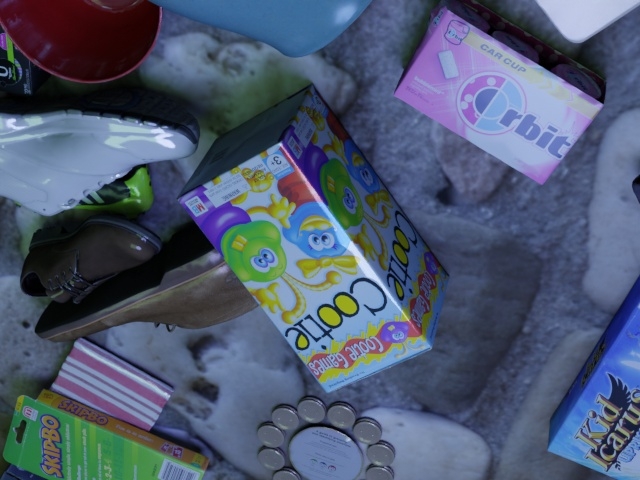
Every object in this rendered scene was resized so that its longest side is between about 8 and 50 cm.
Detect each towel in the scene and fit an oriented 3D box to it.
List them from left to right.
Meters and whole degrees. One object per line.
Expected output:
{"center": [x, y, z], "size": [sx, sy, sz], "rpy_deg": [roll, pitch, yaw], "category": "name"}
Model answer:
{"center": [-0.290, 0.223, 1.580], "size": [0.144, 0.029, 0.197], "rpy_deg": [30, 121, -5], "category": "towel"}

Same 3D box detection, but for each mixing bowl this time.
{"center": [-0.231, -0.262, 1.214], "size": [0.181, 0.098, 0.182], "rpy_deg": [7, 124, 11], "category": "mixing bowl"}

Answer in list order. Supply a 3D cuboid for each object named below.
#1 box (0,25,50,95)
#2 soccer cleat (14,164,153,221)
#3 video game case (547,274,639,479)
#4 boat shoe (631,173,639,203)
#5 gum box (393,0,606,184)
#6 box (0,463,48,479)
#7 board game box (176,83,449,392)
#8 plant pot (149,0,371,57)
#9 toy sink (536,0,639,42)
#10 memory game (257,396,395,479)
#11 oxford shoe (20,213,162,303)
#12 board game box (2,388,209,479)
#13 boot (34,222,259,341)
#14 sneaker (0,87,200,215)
{"center": [-0.334, -0.209, 1.305], "size": [0.062, 0.052, 0.083], "rpy_deg": [9, 124, 9], "category": "box"}
{"center": [-0.278, -0.067, 1.380], "size": [0.178, 0.060, 0.072], "rpy_deg": [5, 109, 8], "category": "soccer cleat"}
{"center": [0.418, 0.175, 1.331], "size": [0.244, 0.061, 0.270], "rpy_deg": [23, 125, 2], "category": "video game case"}
{"center": [0.423, -0.094, 1.139], "size": [0.092, 0.103, 0.285], "rpy_deg": [40, 129, -17], "category": "boat shoe"}
{"center": [0.173, -0.154, 1.191], "size": [0.188, 0.062, 0.107], "rpy_deg": [30, 124, -4], "category": "gum box"}
{"center": [-0.395, 0.421, 1.711], "size": [0.183, 0.059, 0.233], "rpy_deg": [32, 124, -4], "category": "box"}
{"center": [0.000, 0.000, 1.287], "size": [0.142, 0.144, 0.275], "rpy_deg": [-26, 112, 27], "category": "board game box"}
{"center": [-0.070, -0.303, 1.058], "size": [0.255, 0.272, 0.271], "rpy_deg": [34, 126, -27], "category": "plant pot"}
{"center": [0.271, -0.307, 1.029], "size": [0.234, 0.131, 0.153], "rpy_deg": [-34, 107, 25], "category": "toy sink"}
{"center": [0.007, 0.274, 1.536], "size": [0.186, 0.012, 0.186], "rpy_deg": [7, 123, 12], "category": "memory game"}
{"center": [-0.263, 0.030, 1.370], "size": [0.227, 0.096, 0.083], "rpy_deg": [-15, 137, 44], "category": "oxford shoe"}
{"center": [-0.284, 0.287, 1.576], "size": [0.259, 0.039, 0.124], "rpy_deg": [22, 121, -2], "category": "board game box"}
{"center": [-0.202, 0.076, 1.421], "size": [0.305, 0.112, 0.115], "rpy_deg": [-20, 124, 23], "category": "boot"}
{"center": [-0.267, -0.095, 1.309], "size": [0.297, 0.111, 0.129], "rpy_deg": [-1, 109, 17], "category": "sneaker"}
